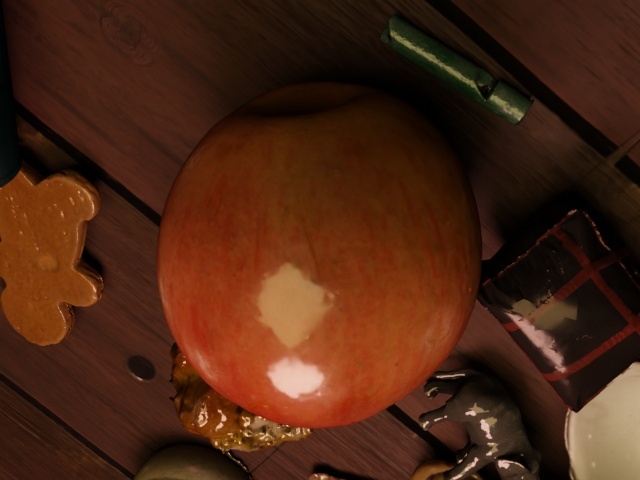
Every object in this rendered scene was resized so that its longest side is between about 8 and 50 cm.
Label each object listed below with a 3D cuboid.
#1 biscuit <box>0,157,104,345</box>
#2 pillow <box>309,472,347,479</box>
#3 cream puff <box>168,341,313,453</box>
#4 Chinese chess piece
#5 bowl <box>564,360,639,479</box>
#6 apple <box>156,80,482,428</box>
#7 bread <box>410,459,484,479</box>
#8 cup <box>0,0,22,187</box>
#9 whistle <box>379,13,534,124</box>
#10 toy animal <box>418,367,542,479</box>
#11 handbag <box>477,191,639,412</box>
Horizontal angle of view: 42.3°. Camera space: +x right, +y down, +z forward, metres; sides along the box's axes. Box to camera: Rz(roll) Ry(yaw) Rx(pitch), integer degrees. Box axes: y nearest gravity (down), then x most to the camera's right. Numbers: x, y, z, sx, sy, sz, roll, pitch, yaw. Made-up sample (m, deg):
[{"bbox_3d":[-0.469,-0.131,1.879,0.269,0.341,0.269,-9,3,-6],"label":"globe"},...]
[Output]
[{"bbox_3d":[-0.424,0.021,1.256,0.216,0.047,0.339,17,125,12],"label":"biscuit"},{"bbox_3d":[0.037,0.468,1.364,0.135,0.034,0.211,14,124,9],"label":"pillow"},{"bbox_3d":[-0.099,0.180,1.112,0.155,0.269,0.241,-39,91,21],"label":"cream puff"},{"bbox_3d":[-0.215,0.452,1.406,0.238,0.092,0.237,8,120,14],"label":"Chinese chess piece"},{"bbox_3d":[0.464,0.280,1.020,0.313,0.146,0.313,37,134,50],"label":"bowl"},{"bbox_3d":[0.000,0.000,0.906,0.364,0.364,0.364,8,121,14],"label":"apple"},{"bbox_3d":[0.193,0.427,1.258,0.134,0.081,0.225,10,120,7],"label":"bread"},{"bbox_3d":[-0.520,-0.238,1.055,0.242,0.308,0.292,-3,122,-16],"label":"cup"},{"bbox_3d":[0.153,-0.193,0.938,0.186,0.039,0.039,32,124,0],"label":"whistle"},{"bbox_3d":[0.236,0.292,1.141,0.137,0.082,0.269,-32,91,30],"label":"toy animal"},{"bbox_3d":[0.298,0.069,0.971,0.169,0.155,0.215,-38,99,17],"label":"handbag"}]
